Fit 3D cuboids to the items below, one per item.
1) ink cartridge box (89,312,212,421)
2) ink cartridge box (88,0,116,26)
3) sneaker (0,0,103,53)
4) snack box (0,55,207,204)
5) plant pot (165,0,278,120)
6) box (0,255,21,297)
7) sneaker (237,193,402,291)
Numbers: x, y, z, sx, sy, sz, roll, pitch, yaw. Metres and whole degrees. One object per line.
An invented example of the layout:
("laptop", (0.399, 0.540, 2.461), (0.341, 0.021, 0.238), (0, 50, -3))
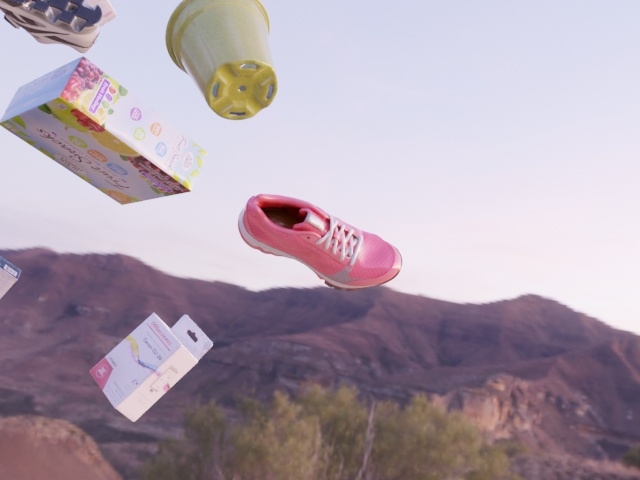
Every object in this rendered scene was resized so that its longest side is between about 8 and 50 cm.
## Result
("ink cartridge box", (-0.306, 0.214, 1.427), (0.115, 0.198, 0.067), (37, -14, 41))
("ink cartridge box", (-0.623, -0.643, 2.105), (0.090, 0.092, 0.143), (53, -7, 46))
("sneaker", (-0.660, -0.517, 1.764), (0.330, 0.123, 0.146), (27, -33, -7))
("snack box", (-0.281, -0.133, 1.023), (0.174, 0.070, 0.207), (-5, -34, 44))
("plant pot", (-0.225, -0.443, 1.942), (0.276, 0.254, 0.276), (-14, -40, -12))
("box", (-0.688, 0.050, 1.412), (0.233, 0.159, 0.044), (41, 10, -23))
("sneaker", (-0.001, 0.000, 1.402), (0.313, 0.116, 0.136), (19, -20, 0))
